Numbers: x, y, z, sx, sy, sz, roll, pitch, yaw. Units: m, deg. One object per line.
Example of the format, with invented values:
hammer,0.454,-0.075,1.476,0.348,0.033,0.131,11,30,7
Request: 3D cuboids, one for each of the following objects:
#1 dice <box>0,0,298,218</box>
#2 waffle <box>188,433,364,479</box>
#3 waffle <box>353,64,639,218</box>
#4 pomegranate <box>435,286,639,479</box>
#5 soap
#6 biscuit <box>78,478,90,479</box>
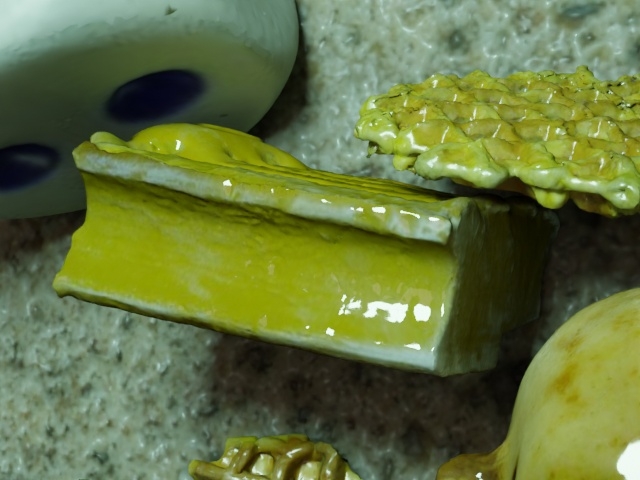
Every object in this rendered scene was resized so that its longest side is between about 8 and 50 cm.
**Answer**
dice,-0.214,-0.199,1.095,0.304,0.304,0.276,-23,73,17
waffle,-0.010,0.253,1.054,0.249,0.056,0.253,-24,69,6
waffle,0.150,-0.074,0.967,0.238,0.243,0.058,17,115,26
pomegranate,0.242,0.167,0.850,0.307,0.307,0.307,-4,80,22
soap,0.000,0.000,1.006,0.281,0.259,0.143,9,97,25
biscuit,-0.129,0.315,1.116,0.141,0.038,0.289,-23,73,17
